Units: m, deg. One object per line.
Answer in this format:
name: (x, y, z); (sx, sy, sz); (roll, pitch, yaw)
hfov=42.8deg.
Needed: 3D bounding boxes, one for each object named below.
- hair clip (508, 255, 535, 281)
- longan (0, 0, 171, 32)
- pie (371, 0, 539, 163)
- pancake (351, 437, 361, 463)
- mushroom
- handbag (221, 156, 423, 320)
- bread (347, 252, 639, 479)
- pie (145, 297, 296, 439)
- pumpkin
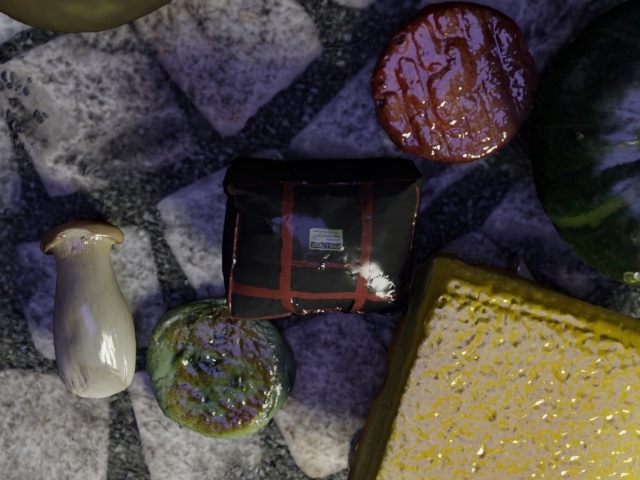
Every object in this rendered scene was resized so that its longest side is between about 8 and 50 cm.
hair clip: (0.261, 0.126, 0.982); (0.072, 0.034, 0.226); (-4, 104, -1)
longan: (-0.214, -0.363, 0.734); (0.288, 0.288, 0.350); (21, 96, -5)
pie: (0.145, -0.171, 0.894); (0.182, 0.049, 0.182); (1, 106, 3)
pancake: (0.093, 0.285, 1.040); (0.115, 0.011, 0.115); (1, 105, 3)
mushroom: (-0.269, 0.080, 0.953); (0.097, 0.088, 0.212); (-3, 102, 35)
handbag: (0.000, 0.000, 0.888); (0.215, 0.155, 0.169); (0, 112, -1)
bread: (0.226, 0.208, 0.898); (0.333, 0.143, 0.324); (19, 96, 1)
pie: (-0.124, 0.156, 0.993); (0.187, 0.041, 0.187); (1, 105, 2)
pumpkin: (0.354, -0.096, 0.829); (0.300, 0.207, 0.300); (0, 90, -10)
